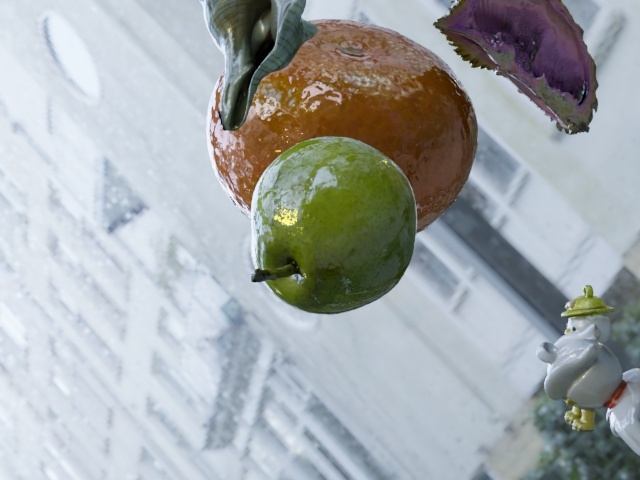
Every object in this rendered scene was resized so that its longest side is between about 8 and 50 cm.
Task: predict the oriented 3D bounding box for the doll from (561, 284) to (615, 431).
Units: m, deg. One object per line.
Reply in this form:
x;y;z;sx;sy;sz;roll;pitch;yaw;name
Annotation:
0.370;0.163;1.844;0.081;0.207;0.129;-2;12;-8;doll

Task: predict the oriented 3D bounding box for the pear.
0.000;0.000;1.289;0.216;0.166;0.180;-49;-15;-44;pear

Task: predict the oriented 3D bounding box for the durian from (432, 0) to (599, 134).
0.313;-0.307;2.084;0.112;0.341;0.191;-20;45;53;durian

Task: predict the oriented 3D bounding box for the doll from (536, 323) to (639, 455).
0.437;0.234;1.668;0.099;0.384;0.188;-54;3;28;doll

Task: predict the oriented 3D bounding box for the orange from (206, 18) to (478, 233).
0.033;-0.156;2.078;0.424;0.424;0.326;-27;-43;-46;orange

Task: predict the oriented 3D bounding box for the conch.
-0.060;-0.243;1.490;0.137;0.234;0.114;-32;-25;28;conch
